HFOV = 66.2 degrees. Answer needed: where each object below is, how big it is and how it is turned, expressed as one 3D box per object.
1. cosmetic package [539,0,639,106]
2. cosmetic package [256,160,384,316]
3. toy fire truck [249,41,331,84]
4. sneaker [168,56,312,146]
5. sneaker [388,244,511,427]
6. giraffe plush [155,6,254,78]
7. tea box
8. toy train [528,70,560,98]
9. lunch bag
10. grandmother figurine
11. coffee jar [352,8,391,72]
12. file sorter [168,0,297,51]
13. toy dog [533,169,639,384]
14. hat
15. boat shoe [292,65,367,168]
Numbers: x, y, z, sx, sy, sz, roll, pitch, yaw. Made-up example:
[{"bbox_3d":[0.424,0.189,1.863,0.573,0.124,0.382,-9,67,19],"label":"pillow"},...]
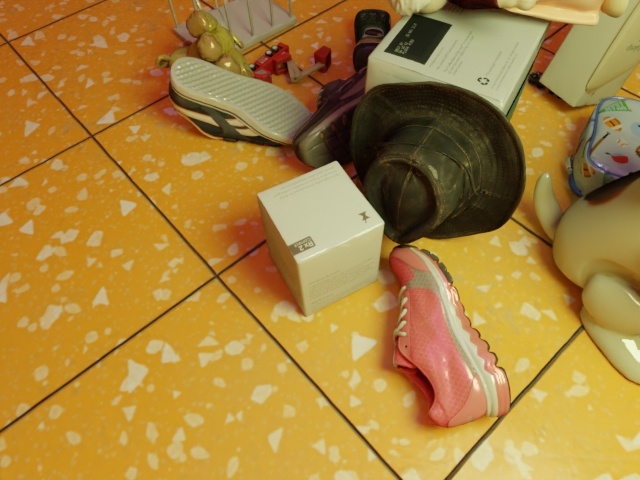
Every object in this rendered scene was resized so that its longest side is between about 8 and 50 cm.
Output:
[{"bbox_3d":[0.615,-0.442,1.009,0.160,0.310,0.113,-16,54,-29],"label":"cosmetic package"},{"bbox_3d":[0.000,0.000,0.824,0.151,0.184,0.152,-25,58,-15],"label":"cosmetic package"},{"bbox_3d":[-0.077,-0.422,1.198,0.135,0.047,0.192,32,63,20],"label":"toy fire truck"},{"bbox_3d":[-0.170,-0.279,1.070,0.320,0.127,0.126,23,62,-12],"label":"sneaker"},{"bbox_3d":[0.160,0.138,0.767,0.136,0.116,0.314,-21,56,-7],"label":"sneaker"},{"bbox_3d":[-0.278,-0.416,1.126,0.170,0.181,0.210,-30,51,18],"label":"giraffe plush"},{"bbox_3d":[0.239,-0.258,0.906,0.219,0.324,0.329,26,61,15],"label":"tea box"},{"bbox_3d":[0.516,-0.383,1.161,0.036,0.027,0.158,-37,62,-25],"label":"toy train"},{"bbox_3d":[0.637,-0.141,0.941,0.303,0.115,0.243,20,61,14],"label":"lunch bag"},{"bbox_3d":[0.273,-0.381,0.742,0.341,0.104,0.208,2,30,4],"label":"grandmother figurine"},{"bbox_3d":[0.128,-0.490,1.217,0.096,0.079,0.185,4,55,2],"label":"coffee jar"},{"bbox_3d":[-0.232,-0.624,1.268,0.277,0.173,0.193,-35,62,-21],"label":"file sorter"},{"bbox_3d":[0.533,-0.051,0.702,0.284,0.408,0.396,-24,58,-14],"label":"toy dog"},{"bbox_3d":[0.154,-0.079,0.780,0.331,0.331,0.134,24,58,17],"label":"hat"},{"bbox_3d":[0.057,-0.272,1.058,0.130,0.133,0.355,29,52,31],"label":"boat shoe"}]
